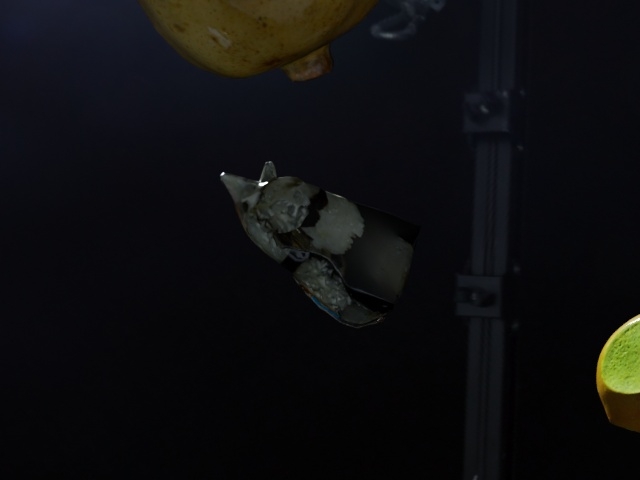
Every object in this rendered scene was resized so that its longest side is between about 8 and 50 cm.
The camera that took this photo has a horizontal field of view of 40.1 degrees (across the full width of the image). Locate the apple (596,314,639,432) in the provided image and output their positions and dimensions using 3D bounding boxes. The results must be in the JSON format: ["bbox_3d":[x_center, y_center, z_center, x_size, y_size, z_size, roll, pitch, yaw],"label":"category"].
[{"bbox_3d":[0.374,0.153,0.931,0.147,0.146,0.163,-26,-139,46],"label":"apple"}]

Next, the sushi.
[{"bbox_3d":[-0.016,0.008,1.136,0.273,0.134,0.109,24,-39,6],"label":"sushi"}]

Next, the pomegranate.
[{"bbox_3d":[-0.090,-0.406,1.245,0.417,0.417,0.416,-1,-93,24],"label":"pomegranate"}]
